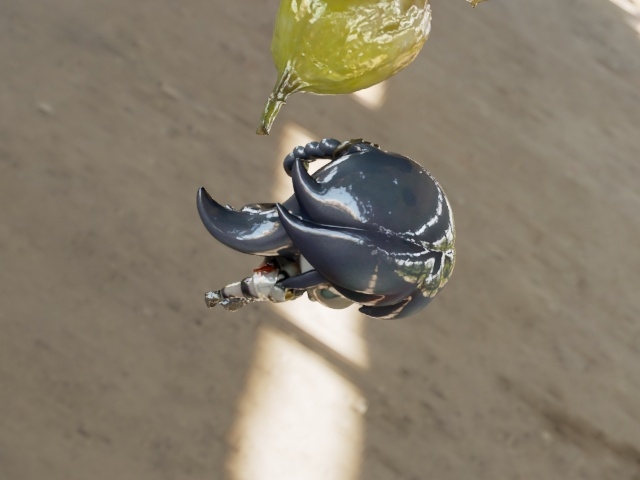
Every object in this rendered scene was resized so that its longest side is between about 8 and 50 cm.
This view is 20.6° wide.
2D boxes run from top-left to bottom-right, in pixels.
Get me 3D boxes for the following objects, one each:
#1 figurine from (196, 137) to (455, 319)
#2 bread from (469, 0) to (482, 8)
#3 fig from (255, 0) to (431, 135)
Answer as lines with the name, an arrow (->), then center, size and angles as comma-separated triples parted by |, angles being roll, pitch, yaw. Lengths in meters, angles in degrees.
figurine -> 0.006, -0.002, 1.747 | 0.265, 0.197, 0.175 | 7, 21, 24
bread -> 0.219, -0.446, 2.026 | 0.207, 0.279, 0.279 | 41, 27, -7
fig -> 0.004, -0.188, 1.731 | 0.159, 0.159, 0.257 | 33, 56, 2
